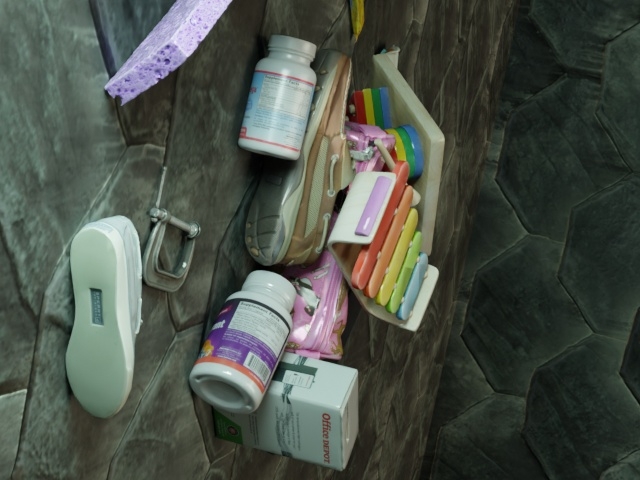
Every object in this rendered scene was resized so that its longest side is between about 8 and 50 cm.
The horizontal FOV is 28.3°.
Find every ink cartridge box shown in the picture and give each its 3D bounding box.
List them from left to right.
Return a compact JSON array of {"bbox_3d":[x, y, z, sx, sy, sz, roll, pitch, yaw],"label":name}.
[{"bbox_3d":[-0.050,0.245,1.897,0.087,0.208,0.153,-62,159,-43],"label":"ink cartridge box"}]

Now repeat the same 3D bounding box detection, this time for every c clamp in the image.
[{"bbox_3d":[-0.182,-0.003,1.574,0.161,0.022,0.137,49,55,-71],"label":"c clamp"}]

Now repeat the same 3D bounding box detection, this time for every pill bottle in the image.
[{"bbox_3d":[-0.103,0.140,1.813,0.108,0.108,0.194,84,24,-51],"label":"pill bottle"},{"bbox_3d":[-0.055,-0.196,1.743,0.087,0.087,0.160,13,90,-75],"label":"pill bottle"}]

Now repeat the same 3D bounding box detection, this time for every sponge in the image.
[{"bbox_3d":[-0.143,-0.235,1.364,0.031,0.117,0.210,46,44,-18],"label":"sponge"}]

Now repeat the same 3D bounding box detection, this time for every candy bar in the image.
[{"bbox_3d":[0.059,-0.399,2.112,0.161,0.018,0.040,81,23,-53],"label":"candy bar"}]

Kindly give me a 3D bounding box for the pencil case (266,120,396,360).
[{"bbox_3d":[0.000,0.000,1.973,0.167,0.160,0.386,21,84,-75],"label":"pencil case"}]

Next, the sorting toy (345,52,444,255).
[{"bbox_3d":[0.107,-0.140,2.157,0.257,0.089,0.256,-118,-157,-44],"label":"sorting toy"}]

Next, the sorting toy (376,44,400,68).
[{"bbox_3d":[0.127,-0.331,2.378,0.075,0.044,0.083,-65,162,-59],"label":"sorting toy"}]

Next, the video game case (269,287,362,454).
[{"bbox_3d":[-0.003,0.201,2.175,0.248,0.035,0.275,-57,-175,46],"label":"video game case"}]

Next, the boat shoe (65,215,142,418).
[{"bbox_3d":[-0.224,0.082,1.385,0.081,0.079,0.228,-37,135,-60],"label":"boat shoe"}]

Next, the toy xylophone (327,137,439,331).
[{"bbox_3d":[0.103,-0.010,1.895,0.323,0.081,0.236,47,60,-62],"label":"toy xylophone"}]

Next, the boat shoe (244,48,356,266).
[{"bbox_3d":[-0.012,-0.116,1.843,0.116,0.123,0.325,13,100,-31],"label":"boat shoe"}]
